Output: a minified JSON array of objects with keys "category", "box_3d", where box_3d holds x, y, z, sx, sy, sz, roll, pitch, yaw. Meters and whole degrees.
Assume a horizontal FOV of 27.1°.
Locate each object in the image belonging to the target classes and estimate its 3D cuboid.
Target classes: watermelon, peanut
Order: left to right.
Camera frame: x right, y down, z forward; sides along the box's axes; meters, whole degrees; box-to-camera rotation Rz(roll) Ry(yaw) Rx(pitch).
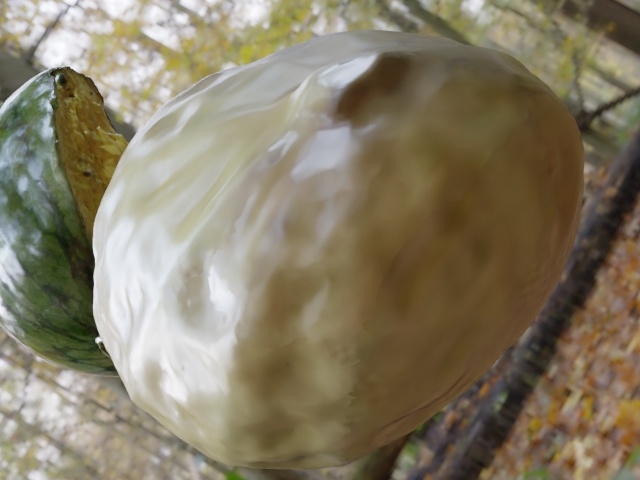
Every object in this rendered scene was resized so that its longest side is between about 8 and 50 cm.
[{"category":"watermelon","box_3d":[-0.175,0.004,0.900,0.127,0.232,0.204,-19,-23,4]},{"category":"peanut","box_3d":[0.000,0.000,0.394,0.140,0.109,0.159,-35,19,-24]}]
